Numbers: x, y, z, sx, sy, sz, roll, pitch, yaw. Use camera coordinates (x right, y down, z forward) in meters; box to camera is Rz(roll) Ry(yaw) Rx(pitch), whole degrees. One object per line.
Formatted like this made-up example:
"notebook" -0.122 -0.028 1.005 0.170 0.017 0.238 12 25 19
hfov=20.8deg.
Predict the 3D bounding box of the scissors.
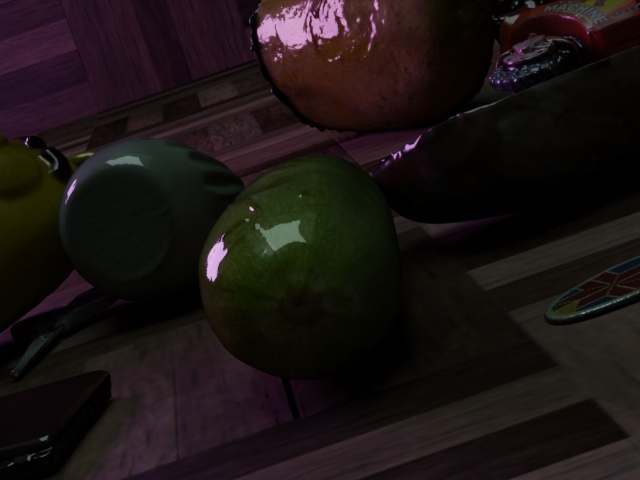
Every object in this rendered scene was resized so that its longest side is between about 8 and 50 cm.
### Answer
"scissors" -0.213 0.074 1.354 0.100 0.015 0.189 -22 10 11

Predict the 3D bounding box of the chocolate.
"chocolate" 0.172 -0.068 1.245 0.254 0.080 0.157 -22 -4 -24

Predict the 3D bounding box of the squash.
"squash" -0.007 0.002 1.094 0.118 0.118 0.370 -18 10 6

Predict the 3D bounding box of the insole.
"insole" 0.207 0.008 0.987 0.193 0.006 0.065 -23 11 -20

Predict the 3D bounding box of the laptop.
"laptop" -0.238 0.134 1.073 0.207 0.026 0.154 -16 9 10

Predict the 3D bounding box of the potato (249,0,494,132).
"potato" 0.082 -0.224 1.848 0.229 0.229 0.266 -27 16 -38

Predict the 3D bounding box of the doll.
"doll" -0.386 0.045 1.381 0.348 0.161 0.423 2 37 24

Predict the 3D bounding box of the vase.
"vase" -0.120 -0.022 1.412 0.128 0.128 0.248 -16 1 15

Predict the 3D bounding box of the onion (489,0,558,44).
"onion" 0.254 -0.247 1.941 0.173 0.135 0.198 -6 31 41

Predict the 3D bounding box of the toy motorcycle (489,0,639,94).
"toy motorcycle" 0.290 -0.213 1.753 0.298 0.089 0.171 -21 10 -13
